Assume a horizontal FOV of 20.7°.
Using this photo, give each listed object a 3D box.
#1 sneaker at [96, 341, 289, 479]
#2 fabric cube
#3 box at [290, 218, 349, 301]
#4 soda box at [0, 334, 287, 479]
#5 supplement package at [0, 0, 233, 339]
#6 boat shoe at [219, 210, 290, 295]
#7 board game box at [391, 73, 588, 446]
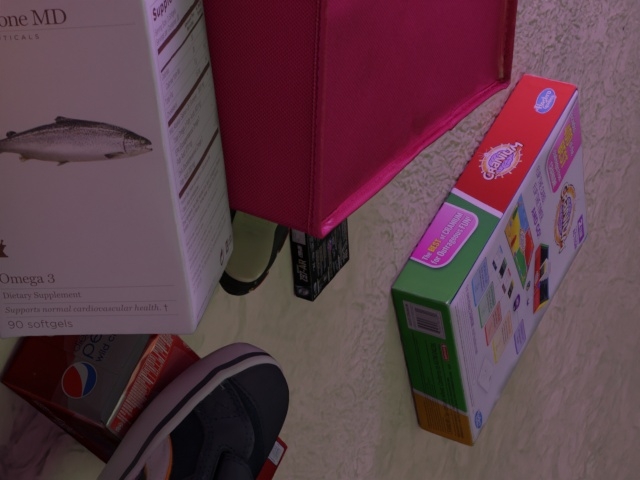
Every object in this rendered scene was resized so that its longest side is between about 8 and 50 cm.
[{"bbox_3d":[-0.097,0.206,1.109,0.321,0.127,0.126,-48,148,-29],"label":"sneaker"},{"bbox_3d":[-0.045,-0.190,1.000,0.259,0.258,0.254,-39,138,-51],"label":"fabric cube"},{"bbox_3d":[0.000,0.000,1.494,0.067,0.018,0.083,-49,146,-42],"label":"box"},{"bbox_3d":[-0.117,0.124,1.242,0.083,0.092,0.263,-62,153,-16],"label":"soda box"},{"bbox_3d":[-0.111,-0.053,0.863,0.105,0.105,0.179,-69,155,-63],"label":"supplement package"},{"bbox_3d":[-0.046,-0.018,1.365,0.042,0.049,0.133,120,-6,-61],"label":"boat shoe"},{"bbox_3d":[0.187,0.020,1.839,0.316,0.064,0.242,-56,150,-32],"label":"board game box"}]
